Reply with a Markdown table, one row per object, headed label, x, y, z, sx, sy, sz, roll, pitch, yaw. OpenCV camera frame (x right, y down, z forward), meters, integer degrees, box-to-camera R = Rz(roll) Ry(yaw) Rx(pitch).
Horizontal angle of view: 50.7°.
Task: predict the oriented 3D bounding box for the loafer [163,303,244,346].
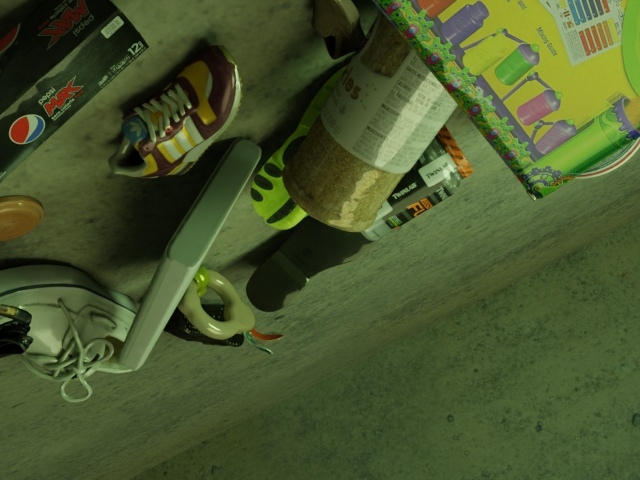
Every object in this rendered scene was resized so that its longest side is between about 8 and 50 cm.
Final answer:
| label | x | y | z | sx | sy | sz | roll | pitch | yaw |
| --- | --- | --- | --- | --- | --- | --- | --- | --- | --- |
| loafer | -0.225 | 0.162 | 1.313 | 0.079 | 0.080 | 0.220 | -10 | 159 | 26 |

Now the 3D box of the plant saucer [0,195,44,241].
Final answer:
| label | x | y | z | sx | sy | sz | roll | pitch | yaw |
| --- | --- | --- | --- | --- | --- | --- | --- | --- | --- |
| plant saucer | -0.351 | -0.021 | 0.753 | 0.084 | 0.013 | 0.083 | -23 | 161 | -9 |

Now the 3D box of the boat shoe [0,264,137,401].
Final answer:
| label | x | y | z | sx | sy | sz | roll | pitch | yaw |
| --- | --- | --- | --- | --- | --- | --- | --- | --- | --- |
| boat shoe | -0.355 | 0.148 | 0.964 | 0.136 | 0.156 | 0.367 | -27 | 161 | 2 |

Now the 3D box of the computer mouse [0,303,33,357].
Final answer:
| label | x | y | z | sx | sy | sz | roll | pitch | yaw |
| --- | --- | --- | --- | --- | --- | --- | --- | --- | --- |
| computer mouse | -0.413 | 0.115 | 0.704 | 0.184 | 0.060 | 0.262 | -25 | 161 | -4 |

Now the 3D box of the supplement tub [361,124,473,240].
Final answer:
| label | x | y | z | sx | sy | sz | roll | pitch | yaw |
| --- | --- | --- | --- | --- | --- | --- | --- | --- | --- |
| supplement tub | 0.128 | -0.092 | 1.030 | 0.190 | 0.116 | 0.117 | -32 | 160 | 15 |

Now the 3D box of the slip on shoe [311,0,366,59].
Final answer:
| label | x | y | z | sx | sy | sz | roll | pitch | yaw |
| --- | --- | --- | --- | --- | --- | --- | --- | --- | --- |
| slip on shoe | 0.010 | -0.219 | 0.660 | 0.041 | 0.051 | 0.135 | -36 | 167 | 7 |

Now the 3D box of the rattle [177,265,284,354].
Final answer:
| label | x | y | z | sx | sy | sz | roll | pitch | yaw |
| --- | --- | --- | --- | --- | --- | --- | --- | --- | --- |
| rattle | -0.182 | 0.147 | 1.143 | 0.143 | 0.130 | 0.200 | -43 | 121 | 13 |

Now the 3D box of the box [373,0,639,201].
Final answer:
| label | x | y | z | sx | sy | sz | roll | pitch | yaw |
| --- | --- | --- | --- | --- | --- | --- | --- | --- | --- |
| box | 0.165 | -0.232 | 0.431 | 0.279 | 0.177 | 0.290 | -34 | 124 | 22 |

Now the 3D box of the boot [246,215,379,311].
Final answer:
| label | x | y | z | sx | sy | sz | roll | pitch | yaw |
| --- | --- | --- | --- | --- | --- | --- | --- | --- | --- |
| boot | 0.000 | 0.000 | 1.183 | 0.305 | 0.112 | 0.115 | -36 | -171 | 14 |

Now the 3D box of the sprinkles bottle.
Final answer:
| label | x | y | z | sx | sy | sz | roll | pitch | yaw |
| --- | --- | --- | --- | --- | --- | --- | --- | --- | --- |
| sprinkles bottle | 0.092 | -0.170 | 0.668 | 0.121 | 0.121 | 0.355 | -5 | 139 | -46 |

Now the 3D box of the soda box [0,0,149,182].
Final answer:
| label | x | y | z | sx | sy | sz | roll | pitch | yaw |
| --- | --- | --- | --- | --- | --- | --- | --- | --- | --- |
| soda box | -0.221 | -0.125 | 0.525 | 0.169 | 0.060 | 0.053 | -43 | 161 | -3 |

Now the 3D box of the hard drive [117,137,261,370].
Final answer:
| label | x | y | z | sx | sy | sz | roll | pitch | yaw |
| --- | --- | --- | --- | --- | --- | --- | --- | --- | --- |
| hard drive | -0.177 | 0.028 | 0.883 | 0.307 | 0.040 | 0.203 | -52 | -169 | 50 |

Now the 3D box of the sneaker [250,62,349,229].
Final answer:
| label | x | y | z | sx | sy | sz | roll | pitch | yaw |
| --- | --- | --- | --- | --- | --- | --- | --- | --- | --- |
| sneaker | 0.027 | -0.133 | 0.856 | 0.296 | 0.109 | 0.123 | -39 | 180 | 28 |

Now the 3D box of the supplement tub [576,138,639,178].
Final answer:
| label | x | y | z | sx | sy | sz | roll | pitch | yaw |
| --- | --- | --- | --- | --- | --- | --- | --- | --- | --- |
| supplement tub | 0.338 | -0.196 | 0.921 | 0.191 | 0.191 | 0.272 | -35 | 160 | 23 |

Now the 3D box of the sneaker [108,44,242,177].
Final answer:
| label | x | y | z | sx | sy | sz | roll | pitch | yaw |
| --- | --- | --- | --- | --- | --- | --- | --- | --- | --- |
| sneaker | -0.148 | -0.120 | 0.675 | 0.084 | 0.069 | 0.185 | -15 | 157 | -44 |
